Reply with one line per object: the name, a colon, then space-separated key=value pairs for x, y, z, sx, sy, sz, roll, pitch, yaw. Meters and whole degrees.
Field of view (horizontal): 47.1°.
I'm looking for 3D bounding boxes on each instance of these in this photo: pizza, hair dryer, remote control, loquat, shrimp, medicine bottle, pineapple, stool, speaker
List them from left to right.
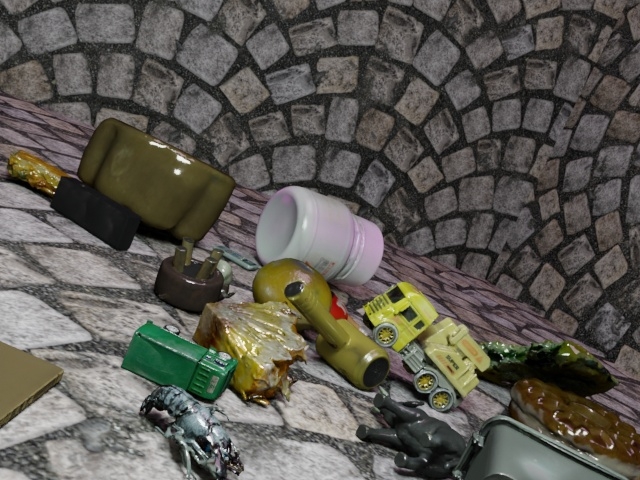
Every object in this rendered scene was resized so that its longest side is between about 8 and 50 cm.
pizza: x=-0.655 y=-0.150 z=1.721 sx=0.292 sy=0.058 sz=0.197 roll=28 pitch=1 yaw=23
speaker: x=-0.489 y=-0.060 z=1.594 sx=0.218 sy=0.082 sz=0.044 roll=27 pitch=10 yaw=25
shrimp: x=-0.158 y=0.221 z=0.869 sx=0.082 sy=0.076 sz=0.174 roll=-17 pitch=36 yaw=-43
stool: x=-0.231 y=0.068 z=1.423 sx=0.125 sy=0.121 sz=0.217 roll=28 pitch=14 yaw=27
remote control: x=-0.220 y=0.044 z=1.902 sx=0.124 sy=0.018 sz=0.053 roll=28 pitch=10 yaw=21
pineapple: x=-0.110 y=0.168 z=1.181 sx=0.186 sy=0.114 sz=0.236 roll=25 pitch=12 yaw=0
loquat: x=-0.056 y=0.116 z=1.533 sx=0.195 sy=0.152 sz=0.152 roll=45 pitch=18 yaw=29
medicine bottle: x=0.000 y=0.000 z=2.028 sx=0.302 sy=0.241 sz=0.241 roll=18 pitch=11 yaw=-35
hair dryer: x=0.022 y=0.167 z=1.349 sx=0.135 sy=0.090 sz=0.278 roll=36 pitch=-12 yaw=45

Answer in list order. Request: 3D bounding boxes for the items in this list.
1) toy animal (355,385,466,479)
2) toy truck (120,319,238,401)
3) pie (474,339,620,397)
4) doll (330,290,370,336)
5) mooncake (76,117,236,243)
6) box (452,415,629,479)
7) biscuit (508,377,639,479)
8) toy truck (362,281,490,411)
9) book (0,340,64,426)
toy animal: x=0.130 y=0.296 z=1.183 sx=0.137 sy=0.082 sz=0.269 roll=23 pitch=5 yaw=-32
toy truck: x=-0.197 y=0.173 z=1.054 sx=0.147 sy=0.065 sz=0.079 roll=25 pitch=11 yaw=0
pie: x=0.536 y=0.309 z=1.766 sx=0.296 sy=0.078 sz=0.371 roll=24 pitch=-21 yaw=-23
doll: x=0.019 y=0.161 z=1.668 sx=0.217 sy=0.085 sz=0.183 roll=34 pitch=10 yaw=2
mooncake: x=-0.407 y=-0.145 z=1.820 sx=0.378 sy=0.200 sz=0.378 roll=27 pitch=1 yaw=0
box: x=0.297 y=0.368 z=0.989 sx=0.243 sy=0.163 sz=0.135 roll=27 pitch=18 yaw=9
biscuit: x=0.560 y=0.411 z=1.595 sx=0.332 sy=0.103 sz=0.332 roll=24 pitch=10 yaw=-4
toy truck: x=0.218 y=0.205 z=1.483 sx=0.272 sy=0.157 sz=0.124 roll=49 pitch=3 yaw=-13
book: x=-0.425 y=0.144 z=0.756 sx=0.217 sy=0.021 sz=0.310 roll=24 pitch=9 yaw=1
